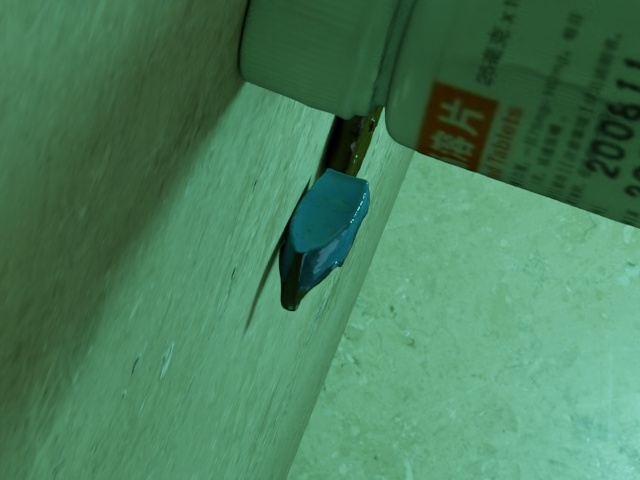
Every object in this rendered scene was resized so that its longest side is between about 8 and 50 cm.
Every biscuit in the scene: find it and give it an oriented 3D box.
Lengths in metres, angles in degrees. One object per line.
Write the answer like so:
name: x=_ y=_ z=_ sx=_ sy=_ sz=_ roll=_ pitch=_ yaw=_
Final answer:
biscuit: x=0.051 y=-0.156 z=2.116 sx=0.212 sy=0.036 sz=0.212 roll=19 pitch=90 yaw=-85

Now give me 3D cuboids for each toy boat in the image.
toy boat: x=0.000 y=0.000 z=1.962 sx=0.185 sy=0.075 sz=0.077 roll=-61 pitch=162 yaw=-45

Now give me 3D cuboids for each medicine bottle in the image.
medicine bottle: x=0.145 y=-0.148 z=1.278 sx=0.211 sy=0.371 sz=0.211 roll=19 pitch=90 yaw=-84
